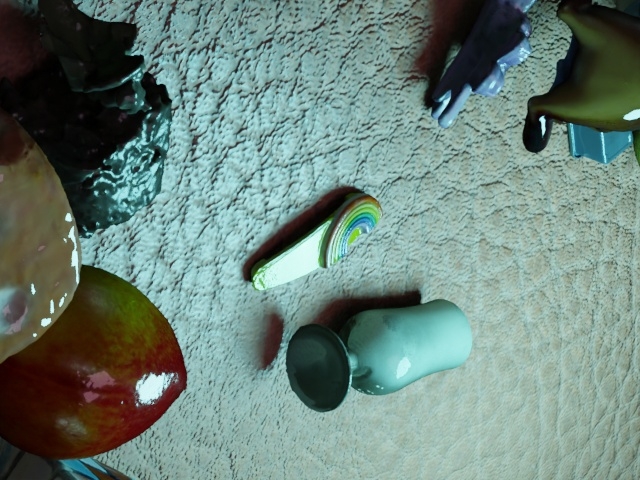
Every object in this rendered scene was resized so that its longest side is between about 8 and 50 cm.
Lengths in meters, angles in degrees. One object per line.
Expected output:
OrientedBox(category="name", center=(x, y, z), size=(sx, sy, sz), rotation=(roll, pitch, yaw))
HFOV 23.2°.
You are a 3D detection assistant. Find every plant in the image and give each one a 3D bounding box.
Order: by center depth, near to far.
OrientedBox(category="plant", center=(-0.198, -0.107, 1.343), size=(0.131, 0.142, 0.203), rotation=(-34, 141, -35))

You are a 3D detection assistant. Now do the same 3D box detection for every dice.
OrientedBox(category="dice", center=(-0.309, -0.008, 1.269), size=(0.175, 0.174, 0.179), rotation=(-29, 134, -29))

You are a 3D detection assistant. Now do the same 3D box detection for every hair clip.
OrientedBox(category="hair clip", center=(0.207, -0.246, 1.703), size=(0.090, 0.137, 0.278), rotation=(18, 103, -14))
OrientedBox(category="hair clip", center=(0.000, 0.000, 1.708), size=(0.188, 0.033, 0.060), rotation=(-34, 135, -27))

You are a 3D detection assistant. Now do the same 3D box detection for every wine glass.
OrientedBox(category="wine glass", center=(0.073, 0.128, 1.815), size=(0.231, 0.103, 0.103), rotation=(-11, 122, -47))

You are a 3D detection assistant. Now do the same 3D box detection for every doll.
OrientedBox(category="doll", center=(0.376, -0.240, 1.781), size=(0.318, 0.209, 0.340), rotation=(-42, 173, 33))

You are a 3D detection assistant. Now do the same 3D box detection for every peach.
OrientedBox(category="peach", center=(-0.221, 0.116, 1.433), size=(0.197, 0.197, 0.197), rotation=(-26, 131, -33))

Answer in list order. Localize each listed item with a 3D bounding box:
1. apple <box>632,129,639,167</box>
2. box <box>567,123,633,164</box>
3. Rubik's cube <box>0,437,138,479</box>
OrientedBox(category="apple", center=(0.486, -0.143, 2.012), size=(0.188, 0.173, 0.207), rotation=(100, -4, -51))
OrientedBox(category="box", center=(0.355, -0.147, 1.965), size=(0.074, 0.054, 0.099), rotation=(-39, 137, -25))
OrientedBox(category="Rubik's cube", center=(-0.233, 0.360, 1.505), size=(0.253, 0.256, 0.259), rotation=(34, 86, -43))
